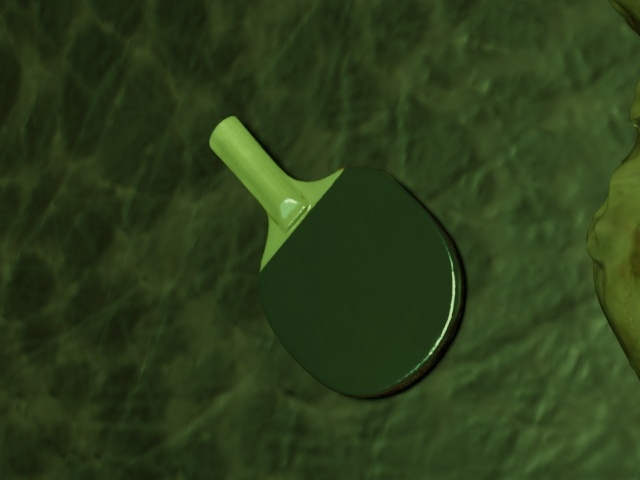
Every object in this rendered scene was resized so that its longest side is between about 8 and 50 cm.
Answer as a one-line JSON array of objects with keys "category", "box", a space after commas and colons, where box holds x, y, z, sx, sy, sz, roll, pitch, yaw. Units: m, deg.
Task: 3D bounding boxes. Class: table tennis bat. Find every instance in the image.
[{"category": "table tennis bat", "box": [0.000, 0.000, 0.715, 0.087, 0.013, 0.156, -50, 58, 15]}]

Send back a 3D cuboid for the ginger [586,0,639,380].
[{"category": "ginger", "box": [0.216, -0.109, 0.509, 0.375, 0.176, 0.256, -37, 79, 20]}]
